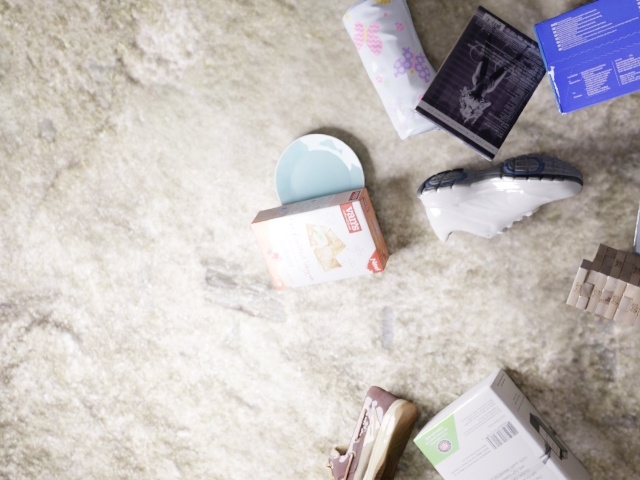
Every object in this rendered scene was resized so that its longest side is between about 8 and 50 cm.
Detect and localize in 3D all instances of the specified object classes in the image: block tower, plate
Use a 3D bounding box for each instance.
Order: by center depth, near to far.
[{"bbox_3d":[0.605,0.111,1.624,0.335,0.097,0.091,20,129,16],"label":"block tower"},{"bbox_3d":[0.000,-0.116,1.856,0.188,0.024,0.188,4,101,19],"label":"plate"}]

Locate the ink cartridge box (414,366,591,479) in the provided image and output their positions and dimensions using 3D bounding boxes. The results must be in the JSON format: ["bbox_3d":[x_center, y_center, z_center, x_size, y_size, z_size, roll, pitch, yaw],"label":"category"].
[{"bbox_3d":[0.345,0.413,1.785,0.198,0.115,0.273,-41,85,23],"label":"ink cartridge box"}]

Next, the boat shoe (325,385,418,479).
[{"bbox_3d":[0.077,0.450,1.899,0.123,0.123,0.342,29,110,27],"label":"boat shoe"}]

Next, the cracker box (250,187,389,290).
[{"bbox_3d":[0.000,0.000,1.834,0.232,0.067,0.156,-12,114,21],"label":"cracker box"}]

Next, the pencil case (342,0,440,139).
[{"bbox_3d":[0.145,-0.319,1.712,0.124,0.113,0.273,-28,89,36],"label":"pencil case"}]

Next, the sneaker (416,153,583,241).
[{"bbox_3d":[0.329,-0.075,1.715,0.297,0.111,0.129,-8,113,25],"label":"sneaker"}]

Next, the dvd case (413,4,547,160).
[{"bbox_3d":[0.289,-0.275,1.658,0.164,0.018,0.221,32,86,-3],"label":"dvd case"}]

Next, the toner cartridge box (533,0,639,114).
[{"bbox_3d":[0.532,-0.333,1.529,0.347,0.075,0.165,-15,93,42],"label":"toner cartridge box"}]

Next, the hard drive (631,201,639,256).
[{"bbox_3d":[0.600,-0.014,1.656,0.094,0.022,0.135,9,103,19],"label":"hard drive"}]
